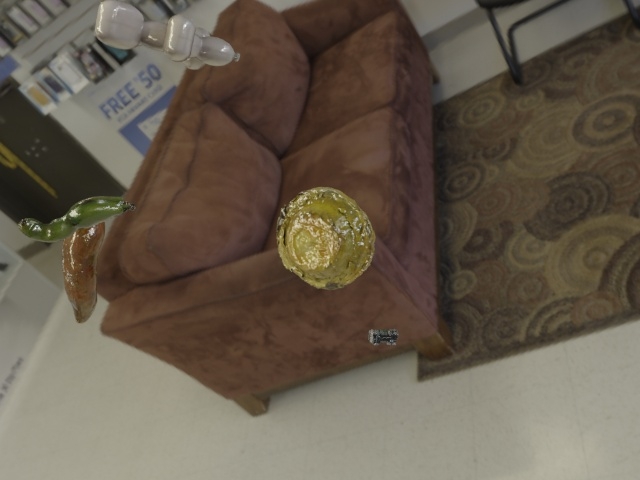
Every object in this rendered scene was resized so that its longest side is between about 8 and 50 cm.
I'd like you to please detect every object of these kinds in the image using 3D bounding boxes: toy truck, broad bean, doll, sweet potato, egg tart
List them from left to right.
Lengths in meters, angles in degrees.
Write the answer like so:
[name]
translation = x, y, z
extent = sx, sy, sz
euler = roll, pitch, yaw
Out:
[broad bean]
translation = -0.456, -0.044, 1.295
extent = 0.213, 0.070, 0.048
euler = -17, 51, -8
[sweet potato]
translation = -0.564, 0.064, 1.619
extent = 0.097, 0.097, 0.292
euler = 26, 110, 55
[doll]
translation = -0.191, -0.260, 0.896
extent = 0.160, 0.160, 0.059
euler = -42, -35, -78
[egg tart]
translation = 0.000, 0.000, 1.840
extent = 0.294, 0.295, 0.116
euler = -22, 1, 27
[toy truck]
translation = 0.166, 0.252, 1.809
extent = 0.044, 0.083, 0.039
euler = -154, 67, -65
